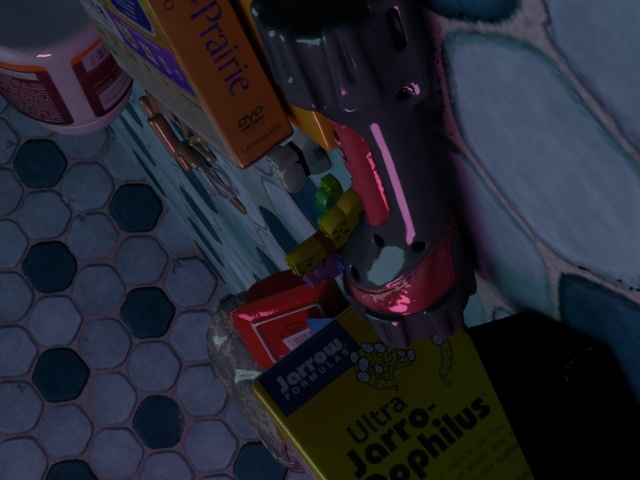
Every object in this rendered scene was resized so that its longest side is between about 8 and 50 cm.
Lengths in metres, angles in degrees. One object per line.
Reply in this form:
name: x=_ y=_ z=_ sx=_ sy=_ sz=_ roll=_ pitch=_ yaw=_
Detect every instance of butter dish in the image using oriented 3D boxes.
butter dish: x=-0.044 y=0.094 z=1.354 sx=0.160 sy=0.160 sz=0.118 roll=66 pitch=-173 yaw=-45

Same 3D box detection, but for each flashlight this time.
flashlight: x=0.035 y=-0.046 z=0.628 sx=0.103 sy=0.103 sz=0.304 roll=48 pitch=169 yaw=43

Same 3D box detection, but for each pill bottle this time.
pill bottle: x=-0.380 y=-0.294 z=1.308 sx=0.224 sy=0.224 sz=0.392 roll=53 pitch=169 yaw=4

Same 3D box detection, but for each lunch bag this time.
lunch bag: x=-0.069 y=0.254 z=1.692 sx=0.305 sy=0.212 sz=0.256 roll=49 pitch=174 yaw=29

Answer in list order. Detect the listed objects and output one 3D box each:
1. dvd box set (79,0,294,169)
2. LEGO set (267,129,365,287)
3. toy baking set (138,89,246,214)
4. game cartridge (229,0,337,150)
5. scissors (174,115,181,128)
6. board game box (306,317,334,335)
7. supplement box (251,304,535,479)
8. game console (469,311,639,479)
dvd box set: x=-0.191 y=-0.278 z=0.722 sx=0.307 sy=0.062 sz=0.420 roll=40 pitch=163 yaw=50
LEGO set: x=0.000 y=0.000 z=0.934 sx=0.087 sy=0.093 sz=0.227 roll=46 pitch=166 yaw=37
toy baking set: x=-0.221 y=-0.147 z=1.555 sx=0.197 sy=0.030 sz=0.256 roll=33 pitch=158 yaw=49
game cartridge: x=-0.103 y=-0.250 z=0.741 sx=0.324 sy=0.053 sz=0.285 roll=42 pitch=164 yaw=41
scissors: x=-0.300 y=-0.277 z=1.557 sx=0.297 sy=0.021 sz=0.109 roll=52 pitch=169 yaw=12
board game box: x=0.057 y=0.141 z=1.266 sx=0.133 sy=0.033 sz=0.169 roll=48 pitch=154 yaw=-19
supplement box: x=0.123 y=0.239 z=0.880 sx=0.356 sy=0.195 sz=0.194 roll=49 pitch=168 yaw=23
game console: x=0.233 y=0.174 z=0.583 sx=0.213 sy=0.044 sz=0.361 roll=63 pitch=165 yaw=-20
